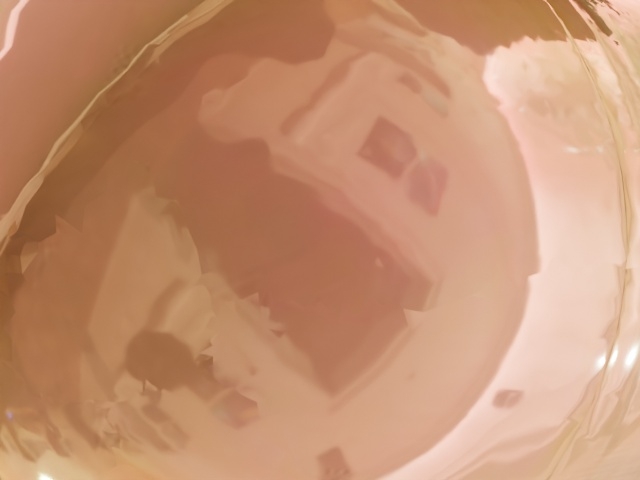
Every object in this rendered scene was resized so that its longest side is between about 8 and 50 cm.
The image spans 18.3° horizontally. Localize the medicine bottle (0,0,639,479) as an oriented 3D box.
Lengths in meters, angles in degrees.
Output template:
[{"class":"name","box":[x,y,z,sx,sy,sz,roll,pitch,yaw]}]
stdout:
[{"class":"medicine bottle","box":[0.000,0.000,0.683,0.235,0.406,0.236,-1,-91,35]}]
